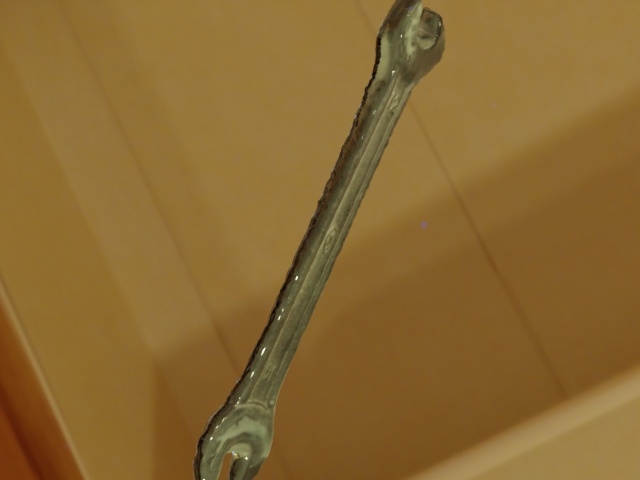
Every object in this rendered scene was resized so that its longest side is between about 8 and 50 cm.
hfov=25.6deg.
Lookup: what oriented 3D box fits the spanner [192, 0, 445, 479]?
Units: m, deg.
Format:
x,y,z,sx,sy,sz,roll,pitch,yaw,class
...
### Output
x,y,z,sx,sy,sz,roll,pitch,yaw,class
0.000,0.000,0.773,0.071,0.017,0.301,37,74,-60,spanner
